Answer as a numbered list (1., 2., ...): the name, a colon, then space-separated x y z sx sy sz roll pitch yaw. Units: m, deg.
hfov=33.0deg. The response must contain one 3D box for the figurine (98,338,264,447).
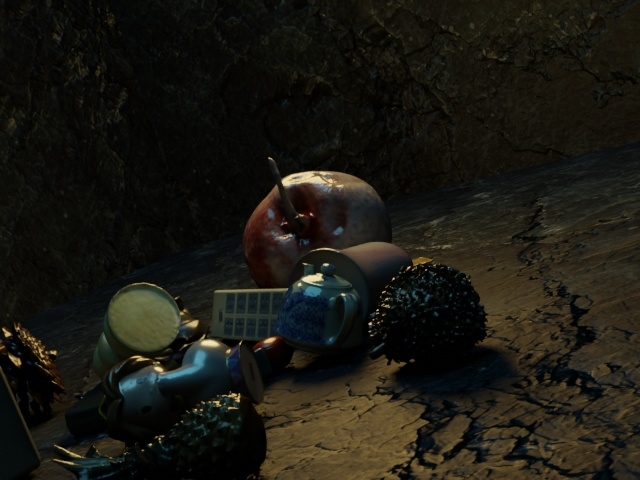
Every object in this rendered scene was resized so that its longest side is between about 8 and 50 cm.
1. figurine: -0.223 0.237 1.656 0.263 0.142 0.189 -18 -25 12

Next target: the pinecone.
1. pinecone: -0.602 0.271 2.118 0.208 0.207 0.208 -17 7 2

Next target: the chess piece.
1. chess piece: -0.373 0.201 2.116 0.144 0.144 0.251 -23 -17 -33

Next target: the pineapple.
1. pineapple: -0.209 0.278 1.395 0.277 0.119 0.130 -18 26 12

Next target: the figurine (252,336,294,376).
1. figurine: -0.103 0.204 1.860 0.140 0.068 0.075 -26 8 -37

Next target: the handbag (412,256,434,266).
1. handbag: 0.203 0.060 2.375 0.083 0.027 0.061 -19 7 -14

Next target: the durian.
1. durian: 0.153 0.122 1.628 0.196 0.167 0.196 -34 -12 -8

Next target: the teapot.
1. teapot: 0.006 0.111 1.855 0.159 0.159 0.232 -20 19 -16

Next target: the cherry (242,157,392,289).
1. cherry: 0.010 -0.007 2.310 0.335 0.291 0.326 -5 -28 -47

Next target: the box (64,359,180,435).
1. box: -0.351 0.280 1.955 0.160 0.050 0.230 -16 7 11

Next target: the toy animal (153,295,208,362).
1. toy animal: -0.321 0.204 2.304 0.146 0.114 0.245 -27 32 -20

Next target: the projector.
1. projector: -0.578 0.306 1.771 0.099 0.192 0.257 -29 12 -37

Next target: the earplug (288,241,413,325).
1. earplug: 0.087 0.073 2.082 0.172 0.172 0.301 -13 3 32

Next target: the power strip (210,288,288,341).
1. power strip: -0.135 0.152 2.180 0.043 0.106 0.367 7 -7 -30
